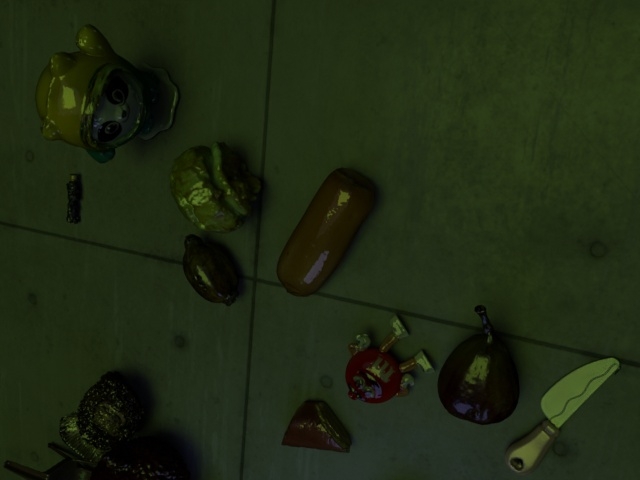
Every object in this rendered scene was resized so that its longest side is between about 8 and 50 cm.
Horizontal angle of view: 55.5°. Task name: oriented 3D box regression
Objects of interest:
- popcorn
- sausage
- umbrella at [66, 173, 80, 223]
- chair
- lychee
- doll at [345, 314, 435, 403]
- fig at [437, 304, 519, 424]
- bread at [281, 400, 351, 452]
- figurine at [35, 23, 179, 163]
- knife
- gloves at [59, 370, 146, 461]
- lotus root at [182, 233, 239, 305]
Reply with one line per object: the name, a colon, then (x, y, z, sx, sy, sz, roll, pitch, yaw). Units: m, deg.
popcorn: (-0.256, -0.122, 1.450, 0.184, 0.204, 0.221, -29, 102, 26)
sausage: (-0.002, 0.002, 1.407, 0.134, 0.116, 0.353, 32, 115, 5)
umbrella: (-0.704, -0.118, 1.733, 0.040, 0.037, 0.143, 20, 111, 33)
chair: (-0.767, 0.751, 1.848, 0.327, 0.183, 0.175, 9, 104, 23)
lychee: (-0.497, 0.664, 1.657, 0.264, 0.264, 0.300, -14, 129, 25)
doll: (0.136, 0.296, 1.416, 0.217, 0.085, 0.183, -38, 85, 16)
fig: (0.335, 0.253, 1.274, 0.170, 0.145, 0.274, 9, 118, 22)
bread: (-0.021, 0.467, 1.524, 0.193, 0.067, 0.119, -6, 97, 25)
figurine: (-0.517, -0.335, 1.442, 0.232, 0.340, 0.323, 24, 107, 18)
knife: (0.505, 0.365, 1.299, 0.081, 0.043, 0.335, 38, 106, 20)
gloves: (-0.619, 0.503, 1.759, 0.312, 0.135, 0.210, -36, 85, 25)
lotus root: (-0.284, 0.076, 1.539, 0.120, 0.120, 0.209, -36, 87, 25)
